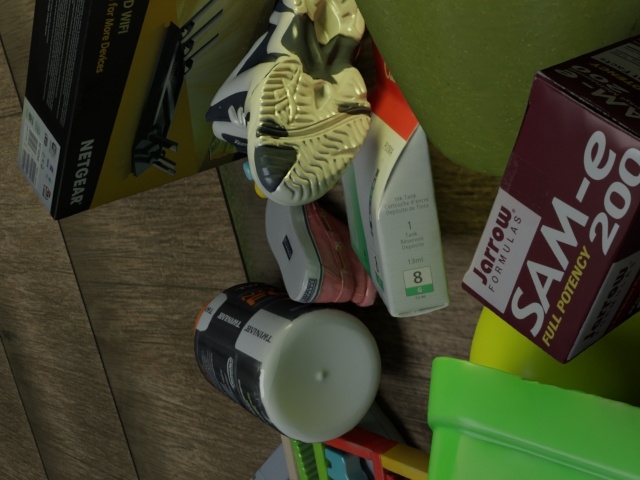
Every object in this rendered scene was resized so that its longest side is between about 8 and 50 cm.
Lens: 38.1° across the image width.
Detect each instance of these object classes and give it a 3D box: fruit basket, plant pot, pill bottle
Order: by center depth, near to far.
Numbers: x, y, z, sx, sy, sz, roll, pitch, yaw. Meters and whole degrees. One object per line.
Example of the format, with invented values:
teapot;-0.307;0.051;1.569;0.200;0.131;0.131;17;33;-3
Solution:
plant pot;0.116;-0.188;0.523;0.275;0.275;0.293;33;148;37
fruit basket;0.204;0.144;0.573;0.283;0.392;0.392;15;121;27
pill bottle;-0.051;0.114;0.958;0.246;0.130;0.130;12;118;62

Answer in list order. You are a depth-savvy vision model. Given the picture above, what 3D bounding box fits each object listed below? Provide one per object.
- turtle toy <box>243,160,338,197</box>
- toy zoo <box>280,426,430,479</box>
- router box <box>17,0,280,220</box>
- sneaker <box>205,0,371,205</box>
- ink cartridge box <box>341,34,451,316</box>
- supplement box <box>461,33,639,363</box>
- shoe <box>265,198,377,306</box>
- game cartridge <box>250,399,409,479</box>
turtle toy;-0.032;-0.099;0.873;0.095;0.066;0.130;-6;70;39
toy zoo;0.074;0.284;0.908;0.293;0.030;0.192;9;115;49
router box;-0.131;-0.174;0.827;0.081;0.243;0.309;51;142;21
sneaker;-0.036;-0.092;0.757;0.153;0.094;0.235;-50;32;45
ink cartridge box;0.046;-0.074;0.746;0.181;0.056;0.224;-114;11;-71
supplement box;0.190;-0.045;0.492;0.073;0.239;0.130;40;136;31
shoe;0.000;0.000;0.910;0.178;0.081;0.063;-110;36;-50
game cartridge;0.027;0.296;1.043;0.198;0.062;0.297;51;141;14
